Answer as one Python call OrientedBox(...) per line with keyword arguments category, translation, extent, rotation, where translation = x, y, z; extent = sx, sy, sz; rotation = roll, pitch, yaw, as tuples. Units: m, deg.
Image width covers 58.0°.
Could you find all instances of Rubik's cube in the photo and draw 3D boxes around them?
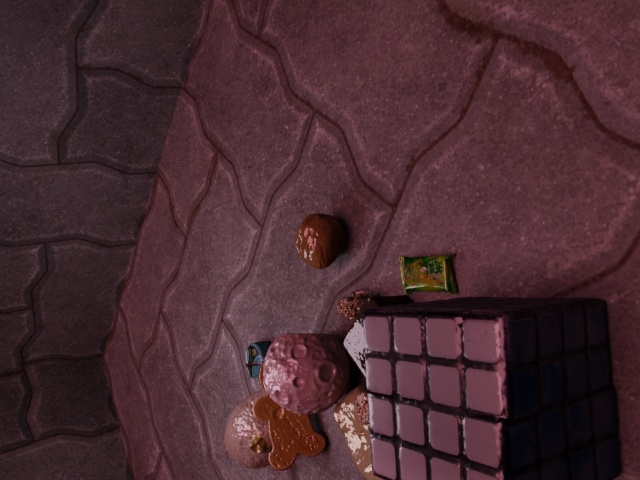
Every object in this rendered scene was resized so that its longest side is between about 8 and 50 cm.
OrientedBox(category="Rubik's cube", translation=(0.317, 0.284, 1.100), extent=(0.343, 0.344, 0.338), rotation=(-7, 84, 52))

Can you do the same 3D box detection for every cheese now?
OrientedBox(category="cheese", translation=(0.140, 0.527, 1.554), extent=(0.159, 0.092, 0.263), rotation=(-58, 48, 41))

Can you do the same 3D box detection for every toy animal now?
OrientedBox(category="toy animal", translation=(-0.216, 0.652, 1.958), extent=(0.358, 0.188, 0.227), rotation=(-52, 47, 31))

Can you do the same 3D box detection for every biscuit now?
OrientedBox(category="biscuit", translation=(0.158, 0.408, 1.465), extent=(0.070, 0.168, 0.082), rotation=(-24, 76, 41))
OrientedBox(category="biscuit", translation=(-0.105, 0.535, 1.837), extent=(0.047, 0.215, 0.340), rotation=(68, 180, -73))

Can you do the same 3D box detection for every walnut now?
OrientedBox(category="walnut", translation=(0.000, 0.000, 1.713), extent=(0.166, 0.149, 0.167), rotation=(176, 90, -88))

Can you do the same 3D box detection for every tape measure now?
OrientedBox(category="tape measure", translation=(-0.217, 0.424, 2.056), extent=(0.146, 0.080, 0.125), rotation=(-20, 77, 52))

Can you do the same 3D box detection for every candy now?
OrientedBox(category="candy", translation=(0.263, 0.084, 1.434), extent=(0.178, 0.032, 0.102), rotation=(-6, 85, 54))

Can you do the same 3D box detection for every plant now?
OrientedBox(category="plant", translation=(0.100, 0.166, 1.605), extent=(0.104, 0.116, 0.122), rotation=(-53, 28, 22))

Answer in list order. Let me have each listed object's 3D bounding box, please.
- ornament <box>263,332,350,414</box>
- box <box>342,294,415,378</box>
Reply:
OrientedBox(category="ornament", translation=(-0.039, 0.383, 1.665), extent=(0.259, 0.259, 0.225), rotation=(-14, 70, 53))
OrientedBox(category="box", translation=(0.200, 0.285, 1.429), extent=(0.273, 0.143, 0.184), rotation=(52, 130, 42))
